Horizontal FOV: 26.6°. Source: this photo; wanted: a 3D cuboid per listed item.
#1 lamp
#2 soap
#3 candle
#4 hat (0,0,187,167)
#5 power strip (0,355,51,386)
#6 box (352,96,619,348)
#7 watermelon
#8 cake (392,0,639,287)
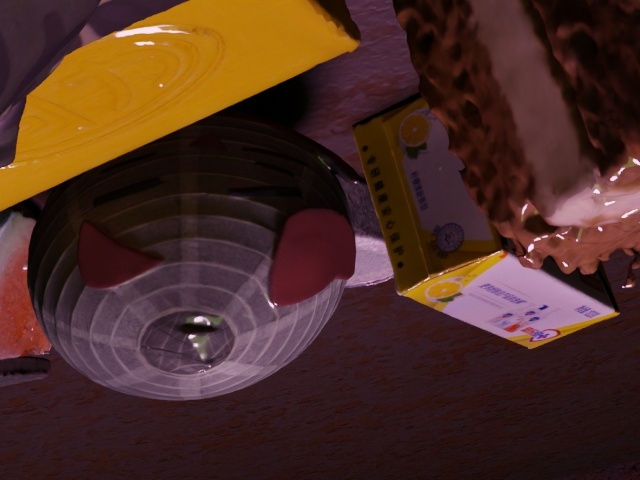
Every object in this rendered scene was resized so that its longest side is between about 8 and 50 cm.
[{"bbox_3d":[-0.096,0.014,1.047,0.265,0.233,0.233,-9,157,-1],"label":"lamp"},{"bbox_3d":[-0.161,-0.130,0.854,0.325,0.096,0.204,-22,155,22],"label":"soap"},{"bbox_3d":[0.000,0.000,1.268,0.192,0.068,0.168,-8,160,-13],"label":"candle"},{"bbox_3d":[-0.131,-0.150,0.577,0.382,0.257,0.366,-4,141,22],"label":"hat"},{"bbox_3d":[-0.436,0.176,1.370,0.251,0.092,0.257,-20,169,16],"label":"power strip"},{"bbox_3d":[0.152,-0.013,1.197,0.097,0.168,0.265,-28,151,25],"label":"box"},{"bbox_3d":[-0.306,0.057,1.215,0.193,0.139,0.257,-11,166,16],"label":"watermelon"},{"bbox_3d":[0.213,-0.156,0.768,0.256,0.282,0.290,-8,157,-32],"label":"cake"}]
